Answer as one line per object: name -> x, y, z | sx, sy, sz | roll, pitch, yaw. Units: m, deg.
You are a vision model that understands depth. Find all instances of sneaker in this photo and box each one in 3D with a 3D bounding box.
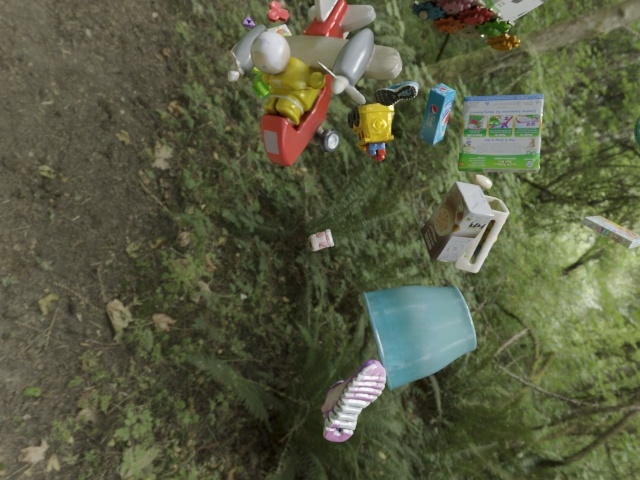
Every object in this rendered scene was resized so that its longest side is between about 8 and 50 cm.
sneaker -> 0.264, -0.509, 1.572 | 0.073, 0.162, 0.064 | -55, 135, -41
sneaker -> 0.069, 0.378, 1.131 | 0.095, 0.237, 0.105 | 23, 18, -26
sneaker -> 0.000, 0.000, 1.306 | 0.134, 0.070, 0.051 | 13, 59, -86

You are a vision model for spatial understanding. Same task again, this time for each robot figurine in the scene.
robot figurine -> -0.137, -0.443, 1.259 | 0.115, 0.101, 0.067 | -48, 113, -21

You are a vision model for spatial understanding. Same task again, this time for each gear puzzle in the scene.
gear puzzle -> 0.394, -0.556, 1.200 | 0.338, 0.175, 0.044 | 8, 94, -35

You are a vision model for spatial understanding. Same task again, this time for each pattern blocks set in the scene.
pattern blocks set -> -0.135, -0.669, 1.605 | 0.325, 0.026, 0.285 | 47, 66, -4

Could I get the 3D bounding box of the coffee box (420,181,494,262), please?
coffee box -> 0.450, -0.056, 1.532 | 0.098, 0.247, 0.141 | 7, 47, -18

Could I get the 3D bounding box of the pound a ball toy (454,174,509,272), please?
pound a ball toy -> 0.613, -0.064, 1.759 | 0.135, 0.320, 0.208 | 12, 32, -6

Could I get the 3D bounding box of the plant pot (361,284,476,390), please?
plant pot -> 0.270, 0.240, 1.242 | 0.271, 0.255, 0.272 | -15, 90, -86

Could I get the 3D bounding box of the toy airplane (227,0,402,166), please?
toy airplane -> -0.041, -0.414, 1.042 | 0.272, 0.386, 0.385 | 7, 57, -53

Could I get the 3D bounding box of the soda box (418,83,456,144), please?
soda box -> 0.433, -0.466, 1.702 | 0.071, 0.067, 0.210 | 40, -31, 28

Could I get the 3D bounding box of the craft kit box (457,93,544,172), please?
craft kit box -> 0.591, -0.350, 1.502 | 0.061, 0.249, 0.247 | 24, 72, -69

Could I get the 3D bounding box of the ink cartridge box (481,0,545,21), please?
ink cartridge box -> 0.554, -0.713, 1.243 | 0.198, 0.272, 0.115 | -14, 84, -51

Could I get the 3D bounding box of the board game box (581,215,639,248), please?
board game box -> 0.925, -0.029, 1.445 | 0.103, 0.026, 0.154 | -7, 35, -36

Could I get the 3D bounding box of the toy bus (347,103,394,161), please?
toy bus -> 0.197, -0.406, 1.748 | 0.220, 0.149, 0.212 | -158, -120, -80

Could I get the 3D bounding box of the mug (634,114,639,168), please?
mug -> 0.817, -0.251, 1.074 | 0.097, 0.129, 0.158 | 17, 68, -51
